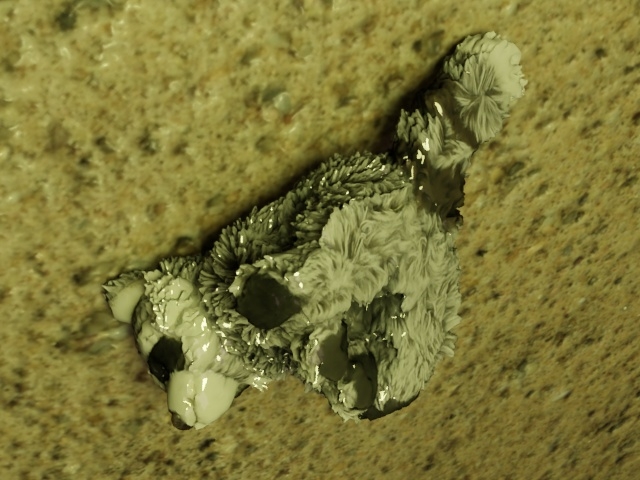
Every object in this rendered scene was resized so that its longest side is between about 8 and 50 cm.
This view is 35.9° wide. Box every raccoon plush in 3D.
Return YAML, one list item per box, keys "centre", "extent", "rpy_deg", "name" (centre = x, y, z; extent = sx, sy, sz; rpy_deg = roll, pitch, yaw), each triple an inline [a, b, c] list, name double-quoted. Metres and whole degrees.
- centre: [0.000, 0.000, 0.981]
  extent: [0.446, 0.299, 0.216]
  rpy_deg: [-48, 123, -27]
  name: "raccoon plush"
